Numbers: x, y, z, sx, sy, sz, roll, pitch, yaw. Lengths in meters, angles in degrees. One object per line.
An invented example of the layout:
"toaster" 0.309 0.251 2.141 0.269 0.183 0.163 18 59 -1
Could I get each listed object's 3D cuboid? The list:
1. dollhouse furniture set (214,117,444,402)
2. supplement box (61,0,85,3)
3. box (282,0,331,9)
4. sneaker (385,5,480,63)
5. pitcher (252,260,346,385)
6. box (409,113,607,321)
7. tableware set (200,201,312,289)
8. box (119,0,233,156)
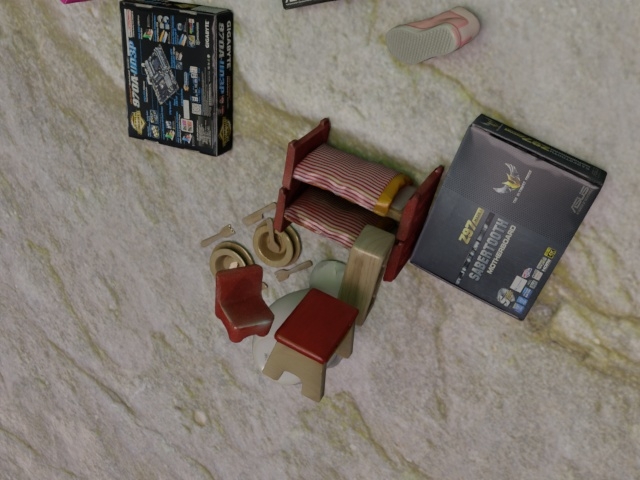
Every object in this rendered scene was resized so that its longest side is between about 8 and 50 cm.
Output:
"dollhouse furniture set" 0.000 0.000 0.911 0.201 0.374 0.152 24 126 14
"supplement box" -0.393 -0.474 1.045 0.220 0.111 0.114 49 124 -2
"box" 0.021 -0.407 0.907 0.190 0.045 0.184 -2 110 29
"sneaker" 0.148 -0.266 0.910 0.134 0.070 0.051 14 133 55
"pitcher" -0.013 0.152 1.087 0.125 0.207 0.178 2 115 27
"box" 0.247 -0.028 0.958 0.183 0.059 0.233 29 122 14
"tableware set" -0.118 0.028 1.183 0.194 0.039 0.128 -26 99 34
"box" -0.223 -0.254 1.098 0.175 0.051 0.220 14 119 21
